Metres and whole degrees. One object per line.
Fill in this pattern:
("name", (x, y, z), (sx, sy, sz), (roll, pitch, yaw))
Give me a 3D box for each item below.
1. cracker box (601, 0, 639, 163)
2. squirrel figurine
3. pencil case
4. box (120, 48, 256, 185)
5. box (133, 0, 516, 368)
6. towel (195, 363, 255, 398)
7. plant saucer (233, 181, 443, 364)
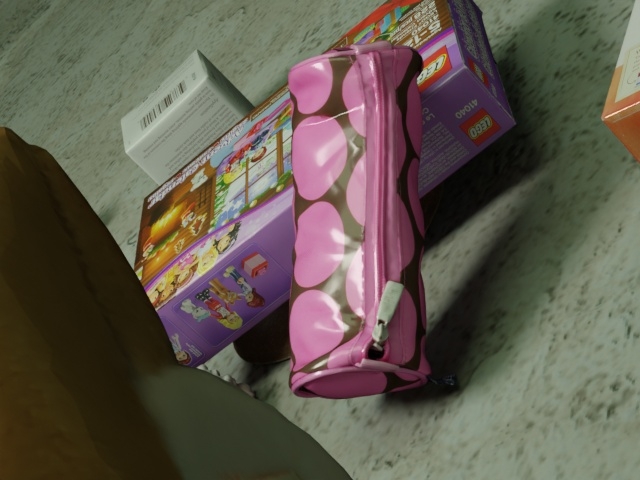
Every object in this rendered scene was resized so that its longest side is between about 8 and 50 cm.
("cracker box", (0.257, -0.147, 0.905), (0.156, 0.067, 0.232), (-24, 31, 41))
("squirrel figurine", (-0.125, 0.232, 0.505), (0.370, 0.281, 0.397), (-45, 20, 16))
("pencil case", (0.025, -0.014, 0.941), (0.098, 0.095, 0.209), (93, 175, -76))
("box", (-0.112, -0.098, 1.449), (0.101, 0.087, 0.102), (-42, 21, 8))
("box", (-0.007, -0.052, 1.123), (0.293, 0.057, 0.201), (-38, 24, 17))
("towel", (-0.170, 0.251, 0.991), (0.317, 0.053, 0.332), (-39, 22, 17))
("plant saucer", (0.000, 0.000, 1.148), (0.198, 0.036, 0.198), (-38, 22, 19))
